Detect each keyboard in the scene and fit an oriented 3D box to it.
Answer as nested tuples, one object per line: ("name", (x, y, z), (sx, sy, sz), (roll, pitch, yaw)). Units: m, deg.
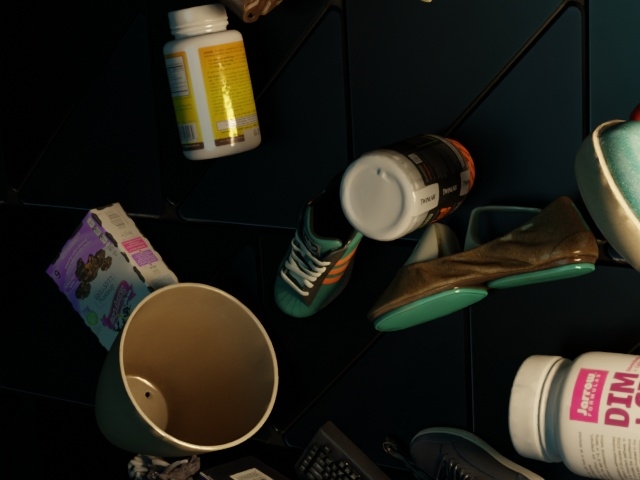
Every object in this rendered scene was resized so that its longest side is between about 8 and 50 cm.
("keyboard", (0.108, 0.394, 1.907), (0.317, 0.033, 0.201), (42, 122, 16))

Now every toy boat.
("toy boat", (0.407, -0.086, 1.422), (0.267, 0.318, 0.148), (34, 134, -20))

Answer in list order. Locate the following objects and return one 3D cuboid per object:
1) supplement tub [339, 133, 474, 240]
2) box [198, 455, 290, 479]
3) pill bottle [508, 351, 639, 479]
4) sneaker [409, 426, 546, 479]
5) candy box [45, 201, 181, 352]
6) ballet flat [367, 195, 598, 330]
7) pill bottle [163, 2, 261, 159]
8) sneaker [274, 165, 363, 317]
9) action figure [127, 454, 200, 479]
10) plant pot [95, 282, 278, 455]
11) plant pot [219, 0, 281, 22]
("supplement tub", (0.119, -0.074, 1.667), (0.117, 0.190, 0.117), (10, 109, 32))
("box", (-0.108, 0.467, 2.002), (0.153, 0.108, 0.207), (21, 114, 46))
("pill bottle", (0.389, 0.222, 1.587), (0.283, 0.160, 0.160), (3, 105, 33))
("sneaker", (0.192, 0.341, 1.754), (0.226, 0.163, 0.086), (22, 116, 29))
("candy box", (-0.333, 0.067, 2.084), (0.196, 0.070, 0.165), (50, 124, 13))
("ballet flat", (0.204, 0.022, 1.699), (0.342, 0.116, 0.124), (-21, 71, 36))
("pill bottle", (-0.160, -0.231, 1.855), (0.117, 0.117, 0.215), (-4, 101, 35))
("sneaker", (0.000, 0.000, 1.810), (0.108, 0.121, 0.302), (43, 123, 17))
("action figure", (-0.263, 0.428, 2.042), (0.141, 0.164, 0.276), (15, 139, 11))
("plant pot", (-0.242, 0.231, 1.987), (0.274, 0.256, 0.256), (-36, 82, 52))
("plant pot", (-0.116, -0.400, 1.762), (0.165, 0.167, 0.167), (44, 123, 6))
